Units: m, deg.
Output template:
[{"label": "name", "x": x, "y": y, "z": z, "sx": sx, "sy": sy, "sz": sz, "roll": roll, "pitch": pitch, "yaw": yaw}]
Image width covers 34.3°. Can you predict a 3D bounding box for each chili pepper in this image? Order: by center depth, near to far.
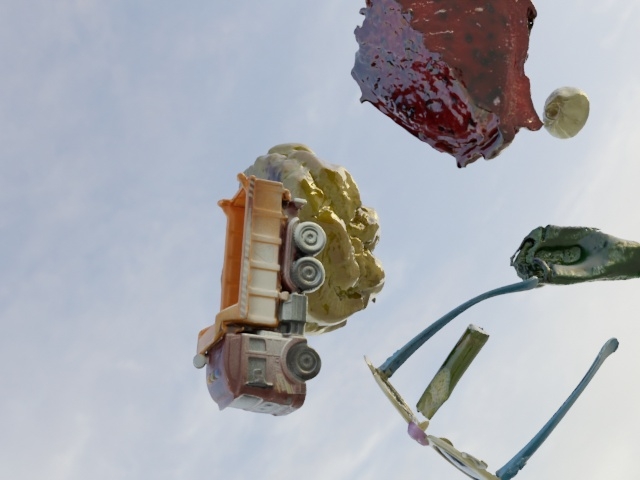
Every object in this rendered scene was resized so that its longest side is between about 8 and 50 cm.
[{"label": "chili pepper", "x": 0.377, "y": 0.033, "z": 1.460, "sx": 0.216, "sy": 0.108, "sz": 0.062, "roll": 0, "pitch": -45, "yaw": 5}]

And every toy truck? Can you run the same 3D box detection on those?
[{"label": "toy truck", "x": -0.071, "y": 0.067, "z": 1.233, "sx": 0.135, "sy": 0.271, "sz": 0.114, "roll": 9, "pitch": -22, "yaw": -17}]

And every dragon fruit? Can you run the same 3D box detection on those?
[{"label": "dragon fruit", "x": 0.228, "y": -0.266, "z": 1.601, "sx": 0.228, "sy": 0.329, "sz": 0.286, "roll": -32, "pitch": -17, "yaw": -23}]

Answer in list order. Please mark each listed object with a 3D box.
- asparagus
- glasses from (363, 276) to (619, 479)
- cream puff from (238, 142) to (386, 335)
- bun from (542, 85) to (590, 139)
[{"label": "asparagus", "x": 0.207, "y": 0.211, "z": 1.656, "sx": 0.041, "sy": 0.045, "sz": 0.178, "roll": 26, "pitch": -77, "yaw": -24}, {"label": "glasses", "x": 0.176, "y": 0.143, "z": 1.028, "sx": 0.220, "sy": 0.189, "sz": 0.088, "roll": -27, "pitch": -49, "yaw": -22}, {"label": "cream puff", "x": 0.000, "y": -0.002, "z": 1.805, "sx": 0.257, "sy": 0.325, "sz": 0.291, "roll": 3, "pitch": -24, "yaw": -30}, {"label": "bun", "x": 0.377, "y": -0.201, "z": 1.619, "sx": 0.054, "sy": 0.086, "sz": 0.086, "roll": 9, "pitch": -64, "yaw": -26}]
